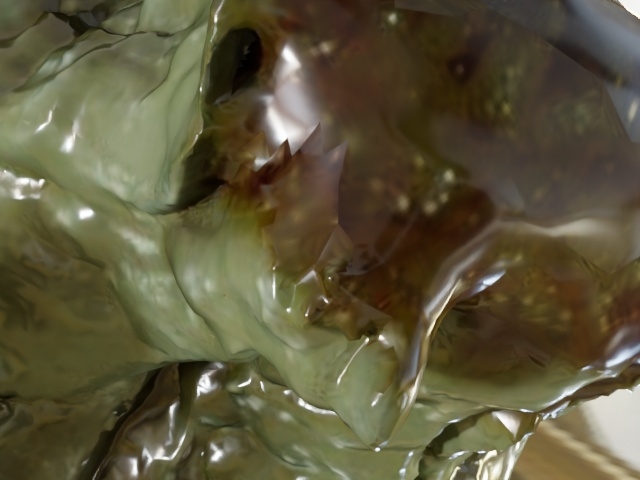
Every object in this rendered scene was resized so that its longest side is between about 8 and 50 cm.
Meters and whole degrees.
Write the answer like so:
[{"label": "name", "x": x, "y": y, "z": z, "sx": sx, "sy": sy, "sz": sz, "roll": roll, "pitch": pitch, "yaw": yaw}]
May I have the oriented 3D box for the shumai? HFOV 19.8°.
[{"label": "shumai", "x": 0.000, "y": 0.000, "z": 0.747, "sx": 0.324, "sy": 0.397, "sz": 0.323, "roll": -38, "pitch": -165, "yaw": -26}]
